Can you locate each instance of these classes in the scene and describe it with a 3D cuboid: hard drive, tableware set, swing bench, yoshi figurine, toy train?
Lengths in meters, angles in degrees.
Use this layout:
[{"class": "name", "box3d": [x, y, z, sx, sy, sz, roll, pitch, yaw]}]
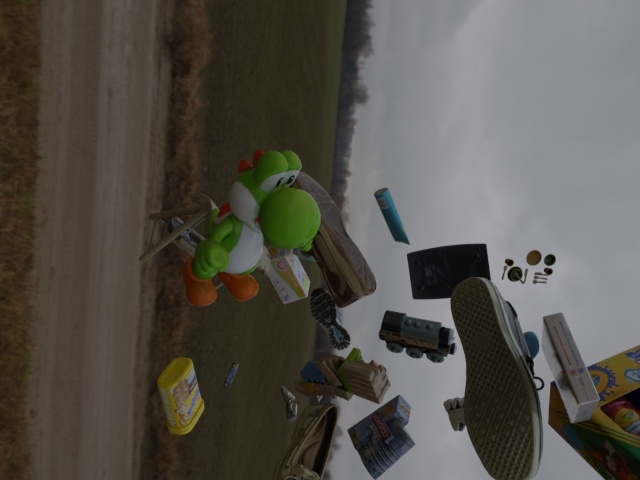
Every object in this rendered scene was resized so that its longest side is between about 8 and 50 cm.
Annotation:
[{"class": "hard drive", "box3d": [0.420, 0.100, 1.679, 0.054, 0.254, 0.172, -20, 102, -78]}, {"class": "tableware set", "box3d": [0.611, 0.078, 1.501, 0.024, 0.154, 0.104, -114, -149, -75]}, {"class": "swing bench", "box3d": [-0.310, 0.010, 1.426, 0.253, 0.254, 0.165, 46, 31, -44]}, {"class": "yoshi figurine", "box3d": [-0.121, 0.004, 0.964, 0.362, 0.203, 0.204, -54, -167, 36]}, {"class": "toy train", "box3d": [0.400, 0.398, 2.142, 0.190, 0.333, 0.142, 75, 33, -46]}]

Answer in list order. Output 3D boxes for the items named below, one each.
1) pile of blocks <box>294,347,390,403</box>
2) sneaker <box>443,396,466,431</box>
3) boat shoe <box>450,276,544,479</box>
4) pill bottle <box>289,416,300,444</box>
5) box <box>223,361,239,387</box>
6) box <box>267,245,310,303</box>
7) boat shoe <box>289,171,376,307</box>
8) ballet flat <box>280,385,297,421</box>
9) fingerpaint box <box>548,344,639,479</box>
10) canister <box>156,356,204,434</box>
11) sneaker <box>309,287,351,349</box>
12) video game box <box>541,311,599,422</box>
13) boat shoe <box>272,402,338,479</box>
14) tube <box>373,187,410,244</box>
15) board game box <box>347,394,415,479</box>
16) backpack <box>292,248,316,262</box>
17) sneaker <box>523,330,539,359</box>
[{"class": "pile of blocks", "box3d": [0.050, 0.348, 1.389, 0.362, 0.149, 0.112, -21, -160, 50]}, {"class": "sneaker", "box3d": [0.570, 0.597, 1.810, 0.292, 0.110, 0.118, -38, -136, 42]}, {"class": "boat shoe", "box3d": [0.440, 0.327, 1.249, 0.186, 0.156, 0.500, -31, -135, 34]}, {"class": "pill bottle", "box3d": [-0.041, 0.550, 1.491, 0.116, 0.065, 0.065, -62, 162, -48]}, {"class": "box", "box3d": [-0.344, 0.517, 1.971, 0.137, 0.027, 0.094, 125, -13, -71]}, {"class": "box", "box3d": [-0.131, 0.123, 1.967, 0.114, 0.103, 0.203, -80, 148, -61]}, {"class": "boat shoe", "box3d": [-0.003, -0.001, 1.204, 0.342, 0.123, 0.123, 59, 26, 8]}, {"class": "ballet flat", "box3d": [-0.096, 0.509, 1.610, 0.041, 0.041, 0.114, 94, -18, -54]}, {"class": "fingerpaint box", "box3d": [0.856, 0.430, 1.227, 0.371, 0.444, 0.163, -129, -155, -59]}, {"class": "canister", "box3d": [-0.383, 0.424, 1.407, 0.126, 0.073, 0.170, -61, 149, -60]}, {"class": "sneaker", "box3d": [0.019, 0.194, 1.276, 0.073, 0.063, 0.162, 163, -97, -86]}, {"class": "video game box", "box3d": [0.530, 0.277, 1.101, 0.205, 0.048, 0.187, 54, 24, -55]}, {"class": "boat shoe", "box3d": [-0.034, 0.521, 1.224, 0.089, 0.104, 0.285, -33, -151, 48]}, {"class": "tube", "box3d": [0.242, -0.076, 1.734, 0.080, 0.052, 0.207, 22, -39, 63]}, {"class": "board game box", "box3d": [0.185, 0.540, 1.453, 0.194, 0.060, 0.194, -42, -166, -1]}, {"class": "backpack", "box3d": [0.000, 0.000, 1.900, 0.144, 0.188, 0.166, -94, -162, -63]}, {"class": "sneaker", "box3d": [0.770, 0.415, 1.937, 0.092, 0.087, 0.229, -64, 157, -46]}]
